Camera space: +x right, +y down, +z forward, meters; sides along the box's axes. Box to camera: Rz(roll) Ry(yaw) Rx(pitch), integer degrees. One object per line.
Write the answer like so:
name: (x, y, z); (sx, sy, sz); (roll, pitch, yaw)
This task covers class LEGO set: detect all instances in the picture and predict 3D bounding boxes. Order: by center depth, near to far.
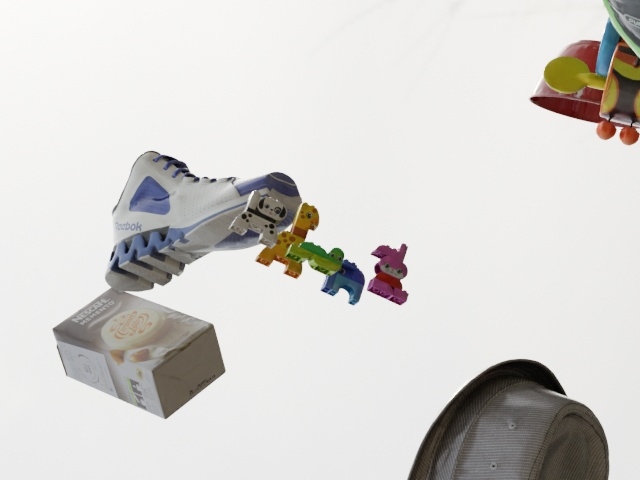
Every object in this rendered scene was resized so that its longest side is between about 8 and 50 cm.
LEGO set: (0.000, 0.000, 1.946); (0.087, 0.227, 0.093); (-42, 26, 63)

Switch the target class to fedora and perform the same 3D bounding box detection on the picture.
fedora: (0.218, 0.266, 1.745); (0.244, 0.124, 0.275); (48, -114, -34)

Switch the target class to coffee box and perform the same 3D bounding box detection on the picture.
coffee box: (-0.290, 0.175, 2.562); (0.141, 0.246, 0.098); (-37, -52, -36)

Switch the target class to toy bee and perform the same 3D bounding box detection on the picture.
toy bee: (0.338, -0.176, 1.809); (0.298, 0.195, 0.162); (33, -109, -55)

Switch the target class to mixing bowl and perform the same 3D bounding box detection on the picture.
mixing bowl: (0.397, -0.229, 2.315); (0.181, 0.181, 0.098); (21, -98, -65)

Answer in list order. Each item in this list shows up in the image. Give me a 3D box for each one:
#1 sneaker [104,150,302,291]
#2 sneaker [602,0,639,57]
sneaker: (-0.195, -0.063, 2.368); (0.127, 0.315, 0.182); (31, -138, -55)
sneaker: (0.448, -0.325, 1.451); (0.202, 0.483, 0.185); (36, -147, -27)
